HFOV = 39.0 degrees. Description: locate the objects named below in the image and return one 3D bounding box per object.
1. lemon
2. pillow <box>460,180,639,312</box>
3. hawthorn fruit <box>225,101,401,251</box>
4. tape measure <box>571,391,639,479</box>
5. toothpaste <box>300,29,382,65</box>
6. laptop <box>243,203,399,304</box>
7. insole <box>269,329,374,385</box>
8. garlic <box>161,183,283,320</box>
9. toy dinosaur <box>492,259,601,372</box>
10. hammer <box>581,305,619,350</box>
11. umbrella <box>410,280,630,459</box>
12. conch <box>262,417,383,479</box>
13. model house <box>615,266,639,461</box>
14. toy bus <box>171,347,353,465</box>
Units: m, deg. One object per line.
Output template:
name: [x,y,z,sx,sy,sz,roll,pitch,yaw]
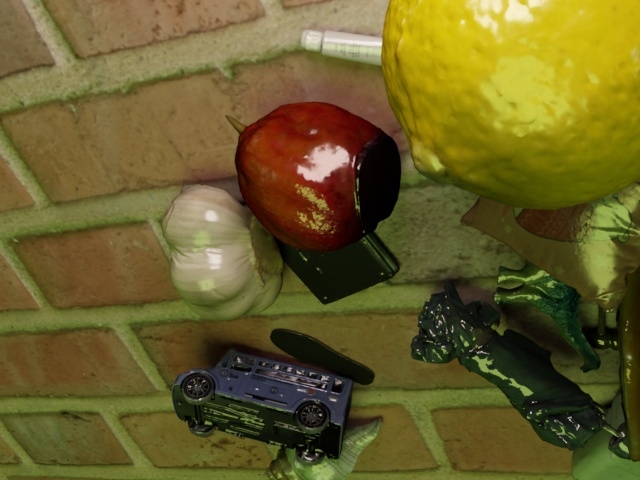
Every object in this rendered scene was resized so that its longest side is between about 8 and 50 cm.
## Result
lemon: [0.220,-0.190,0.847,0.336,0.336,0.336,11,133,13]
pillow: [0.299,-0.061,1.053,0.223,0.084,0.236,35,114,20]
hawthorn fruit: [-0.023,-0.092,1.144,0.251,0.189,0.189,30,134,5]
tape measure: [0.516,0.338,1.335,0.243,0.125,0.246,26,133,-1]
toothpaste: [0.070,-0.227,1.086,0.190,0.031,0.048,11,130,9]
laptop: [0.000,0.000,1.316,0.154,0.026,0.207,-24,117,37]
insole: [0.003,0.193,1.499,0.188,0.004,0.064,25,135,-1]
garlic: [-0.158,0.039,1.320,0.178,0.143,0.229,-1,139,34]
toy dinosaur: [0.300,0.034,1.190,0.147,0.076,0.363,-1,121,11]
hammer: [0.372,0.035,1.199,0.058,0.029,0.292,1,128,18]
umbrella: [0.283,0.195,1.257,0.348,0.143,0.094,33,143,6]
conch: [-0.014,0.377,1.577,0.114,0.137,0.234,31,143,-29]
model house: [0.493,0.132,1.127,0.239,0.173,0.268,-2,127,23]
toy bus: [-0.096,0.269,1.521,0.292,0.133,0.125,12,138,9]
